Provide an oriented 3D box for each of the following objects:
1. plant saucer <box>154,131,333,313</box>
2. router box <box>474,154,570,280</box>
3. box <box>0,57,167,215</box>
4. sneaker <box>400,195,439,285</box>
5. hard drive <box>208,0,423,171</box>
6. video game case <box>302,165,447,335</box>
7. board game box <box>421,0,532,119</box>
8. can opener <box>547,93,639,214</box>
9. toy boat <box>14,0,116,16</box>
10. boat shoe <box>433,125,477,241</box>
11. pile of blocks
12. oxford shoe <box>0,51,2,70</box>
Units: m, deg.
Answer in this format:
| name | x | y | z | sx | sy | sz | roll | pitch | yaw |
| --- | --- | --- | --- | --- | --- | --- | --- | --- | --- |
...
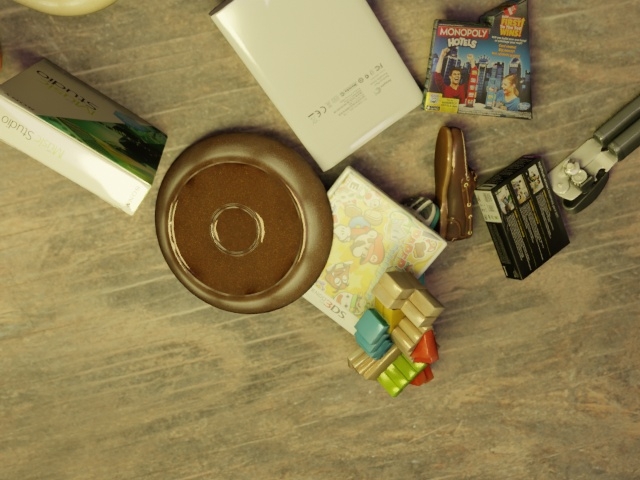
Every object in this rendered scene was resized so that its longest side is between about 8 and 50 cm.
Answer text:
| name | x | y | z | sx | sy | sz | roll | pitch | yaw |
| --- | --- | --- | --- | --- | --- | --- | --- | --- | --- |
| plant saucer | -0.134 | -0.021 | 1.375 | 0.310 | 0.050 | 0.311 | 2 | 103 | 11 |
| router box | 0.353 | -0.040 | 1.458 | 0.133 | 0.046 | 0.179 | -33 | 111 | -25 |
| box | -0.342 | -0.160 | 1.212 | 0.232 | 0.322 | 0.058 | 32 | 104 | -16 |
| sneaker | 0.138 | 0.049 | 1.473 | 0.110 | 0.107 | 0.275 | 13 | 111 | -31 |
| hard drive | 0.002 | -0.290 | 1.331 | 0.210 | 0.040 | 0.319 | -35 | 120 | 4 |
| video game case | 0.060 | 0.026 | 1.389 | 0.206 | 0.026 | 0.227 | 37 | 107 | -3 |
| board game box | 0.266 | -0.304 | 1.377 | 0.194 | 0.060 | 0.194 | 3 | 105 | -14 |
| can opener | 0.516 | -0.168 | 1.463 | 0.280 | 0.074 | 0.093 | -43 | 142 | 9 |
| toy boat | -0.372 | -0.489 | 1.213 | 0.267 | 0.148 | 0.318 | 23 | 111 | -8 |
| boat shoe | 0.233 | -0.097 | 1.440 | 0.073 | 0.073 | 0.207 | -4 | 115 | -8 |
| pile of blocks | 0.133 | 0.185 | 1.389 | 0.149 | 0.112 | 0.362 | -36 | 152 | -13 |
| oxford shoe | -0.601 | -0.380 | 1.204 | 0.130 | 0.133 | 0.364 | -35 | 103 | 5 |
